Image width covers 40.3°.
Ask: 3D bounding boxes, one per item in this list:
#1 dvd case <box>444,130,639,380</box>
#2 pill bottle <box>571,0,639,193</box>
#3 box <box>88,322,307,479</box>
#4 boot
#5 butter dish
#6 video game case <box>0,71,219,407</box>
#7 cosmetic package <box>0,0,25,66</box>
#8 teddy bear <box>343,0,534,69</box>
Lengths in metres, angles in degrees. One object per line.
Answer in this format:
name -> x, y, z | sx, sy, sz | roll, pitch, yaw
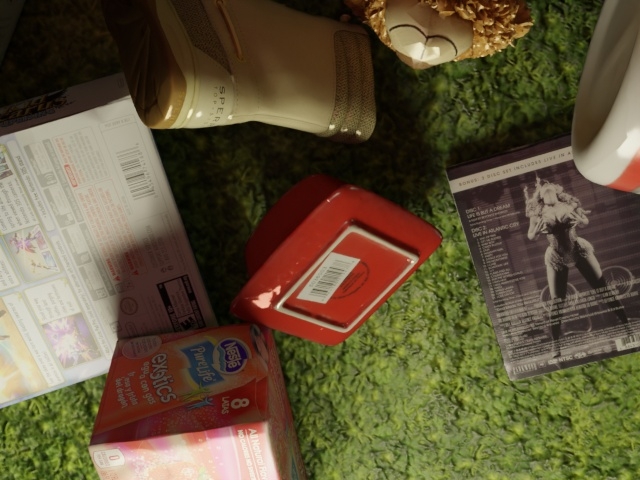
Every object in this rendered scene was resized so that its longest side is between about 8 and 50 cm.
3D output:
dvd case -> 0.226, 0.013, 0.809 | 0.165, 0.018, 0.221 | -16, 105, 14
pill bottle -> 0.394, -0.104, 0.646 | 0.363, 0.210, 0.210 | 14, 109, 4
box -> -0.092, 0.240, 0.818 | 0.154, 0.142, 0.300 | -8, 121, 2
boot -> -0.070, -0.191, 0.739 | 0.203, 0.262, 0.095 | 2, 140, -32
butter dish -> 0.000, 0.000, 0.793 | 0.160, 0.118, 0.160 | -47, 140, 18
video game case -> -0.242, 0.010, 0.770 | 0.244, 0.061, 0.269 | -18, 127, -7
cosmetic package -> -0.467, -0.106, 0.799 | 0.230, 0.161, 0.453 | 28, 110, -1
teddy bear -> 0.096, -0.233, 0.598 | 0.245, 0.113, 0.338 | 5, 151, -21
